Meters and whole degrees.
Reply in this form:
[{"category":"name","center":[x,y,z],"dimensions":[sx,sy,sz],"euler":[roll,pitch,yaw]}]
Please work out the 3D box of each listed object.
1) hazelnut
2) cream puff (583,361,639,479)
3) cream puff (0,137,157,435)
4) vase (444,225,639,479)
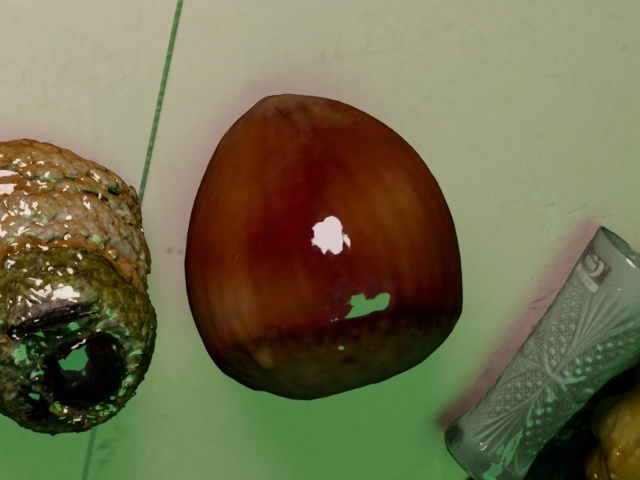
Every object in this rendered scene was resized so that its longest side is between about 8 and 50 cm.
[{"category":"hazelnut","center":[0.000,0.000,1.044],"dimensions":[0.208,0.208,0.208],"euler":[-12,122,-19]},{"category":"cream puff","center":[0.368,0.199,1.321],"dimensions":[0.281,0.185,0.282],"euler":[-10,121,-17]},{"category":"cream puff","center":[-0.179,0.044,0.981],"dimensions":[0.183,0.169,0.183],"euler":[-11,122,-18]},{"category":"vase","center":[0.193,0.102,1.241],"dimensions":[0.096,0.096,0.219],"euler":[30,105,-35]}]
